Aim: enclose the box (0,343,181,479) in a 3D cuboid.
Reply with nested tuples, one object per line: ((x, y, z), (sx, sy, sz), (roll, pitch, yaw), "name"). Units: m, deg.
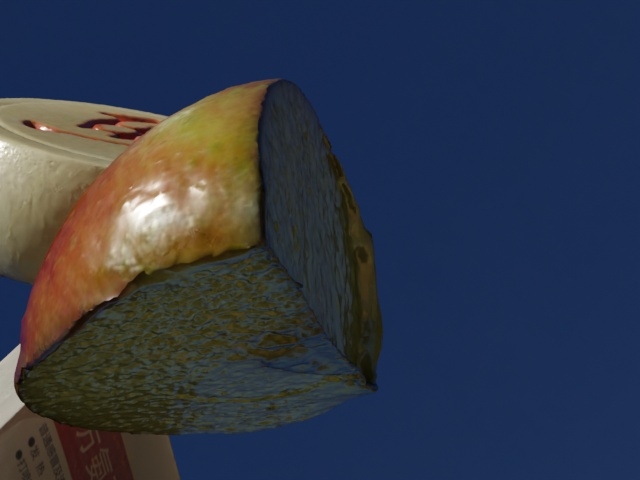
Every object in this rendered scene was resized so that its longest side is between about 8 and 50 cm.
((-0.175, 0.241, 1.312), (0.214, 0.069, 0.353), (-47, -42, -44), "box")

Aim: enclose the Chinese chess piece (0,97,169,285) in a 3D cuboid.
((-0.160, -0.034, 1.415), (0.273, 0.273, 0.102), (1, -75, -35), "Chinese chess piece")

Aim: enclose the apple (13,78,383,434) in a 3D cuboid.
((-0.062, 0.023, 1.131), (0.254, 0.179, 0.346), (-59, -20, -8), "apple")
